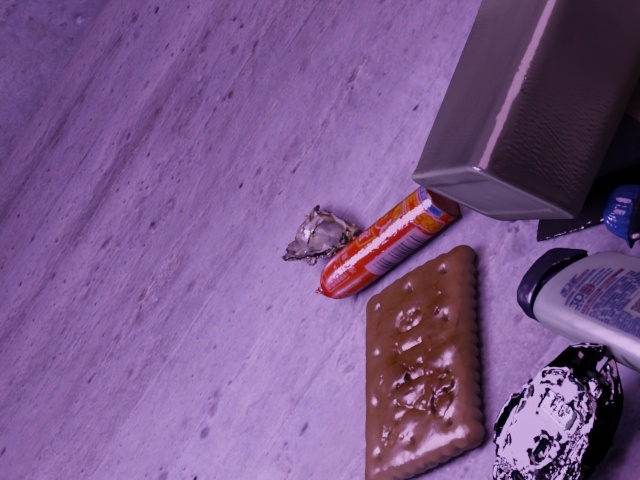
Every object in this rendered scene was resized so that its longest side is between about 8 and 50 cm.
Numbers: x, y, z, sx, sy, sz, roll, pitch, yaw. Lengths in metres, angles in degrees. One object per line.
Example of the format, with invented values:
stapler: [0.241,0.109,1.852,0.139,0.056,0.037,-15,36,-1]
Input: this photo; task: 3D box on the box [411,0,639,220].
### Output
box: [0.284,-0.210,1.939,0.343,0.177,0.352,-66,11,-4]

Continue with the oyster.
oyster: [-0.003,0.001,2.368,0.108,0.053,0.166,-47,22,-14]

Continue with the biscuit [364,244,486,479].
biscuit: [0.136,0.172,2.049,0.217,0.044,0.324,-30,42,37]

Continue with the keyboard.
keyboard: [0.362,-0.050,1.939,0.196,0.015,0.074,-20,46,46]

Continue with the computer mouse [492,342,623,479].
computer mouse: [0.285,0.225,1.752,0.146,0.078,0.241,48,120,39]

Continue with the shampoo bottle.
shampoo bottle: [0.379,0.085,1.745,0.134,0.078,0.359,-47,30,-10]

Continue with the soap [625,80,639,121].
soap: [0.515,-0.213,1.749,0.281,0.143,0.259,-59,29,12]

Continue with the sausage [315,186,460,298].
sausage: [0.089,0.011,2.215,0.274,0.074,0.074,-40,37,31]

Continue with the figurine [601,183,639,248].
figurine: [0.403,-0.026,1.797,0.136,0.079,0.077,10,88,56]
